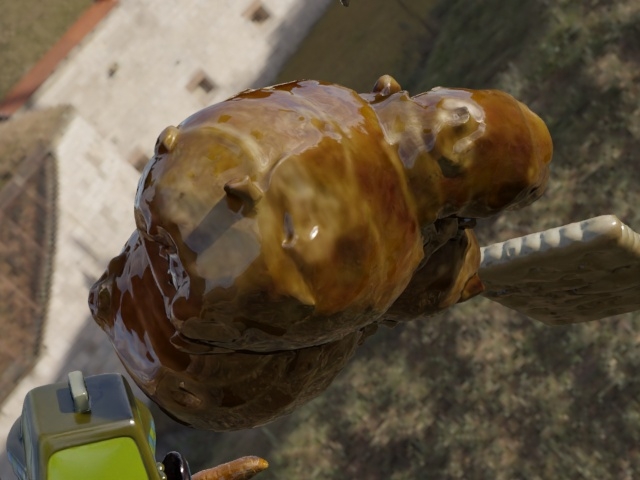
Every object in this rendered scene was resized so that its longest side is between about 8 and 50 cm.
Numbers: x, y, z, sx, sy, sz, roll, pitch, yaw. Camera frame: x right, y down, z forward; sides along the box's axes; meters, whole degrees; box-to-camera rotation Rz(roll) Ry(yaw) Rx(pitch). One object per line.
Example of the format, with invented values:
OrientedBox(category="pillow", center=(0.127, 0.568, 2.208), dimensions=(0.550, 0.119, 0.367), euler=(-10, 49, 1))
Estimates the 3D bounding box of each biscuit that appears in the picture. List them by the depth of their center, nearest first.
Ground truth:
OrientedBox(category="biscuit", center=(0.300, 0.046, 1.420), dimensions=(0.217, 0.325, 0.044), euler=(-15, 70, 29))

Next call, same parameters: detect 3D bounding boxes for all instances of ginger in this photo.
OrientedBox(category="ginger", center=(-0.006, 0.004, 0.764), dimensions=(0.274, 0.152, 0.357), euler=(-29, -13, -25))

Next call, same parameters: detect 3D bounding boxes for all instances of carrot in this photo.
OrientedBox(category="carrot", center=(-0.144, 0.279, 1.323), dimensions=(0.191, 0.047, 0.047), euler=(-31, 19, 11))

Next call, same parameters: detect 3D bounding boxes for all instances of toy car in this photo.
OrientedBox(category="toy car", center=(-0.227, 0.221, 1.198), dimensions=(0.204, 0.198, 0.248), euler=(-10, 24, -14))

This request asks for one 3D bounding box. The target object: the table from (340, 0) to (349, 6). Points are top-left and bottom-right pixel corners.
OrientedBox(category="table", center=(-0.049, -0.355, 1.234), dimensions=(0.169, 0.193, 0.173), euler=(11, -84, -83))
